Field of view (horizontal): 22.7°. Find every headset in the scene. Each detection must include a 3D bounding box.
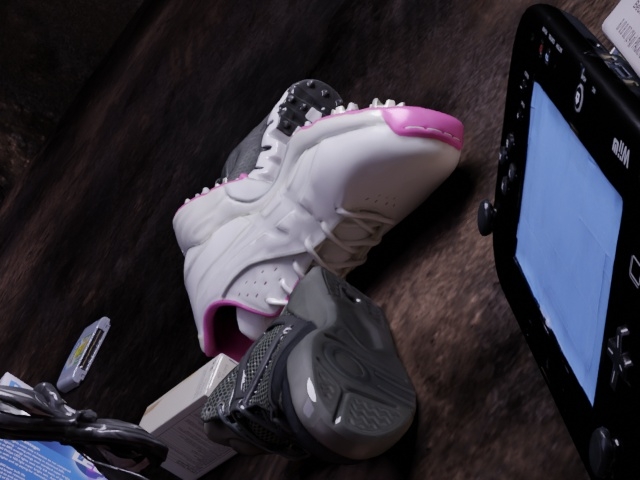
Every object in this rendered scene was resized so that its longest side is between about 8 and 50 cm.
[{"bbox_3d":[-0.206,0.290,1.024,0.394,0.185,0.243,-65,17,9],"label":"headset"}]

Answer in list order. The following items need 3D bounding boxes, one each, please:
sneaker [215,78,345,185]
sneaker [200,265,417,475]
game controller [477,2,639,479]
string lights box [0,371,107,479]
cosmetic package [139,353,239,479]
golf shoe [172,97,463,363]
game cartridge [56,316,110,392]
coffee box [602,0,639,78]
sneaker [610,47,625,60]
[{"bbox_3d":[-0.057,-0.030,1.385,0.106,0.078,0.234,-35,24,58],"label":"sneaker"},{"bbox_3d":[-0.011,0.109,0.999,0.130,0.087,0.227,-54,14,12],"label":"sneaker"},{"bbox_3d":[0.129,-0.004,0.764,0.319,0.067,0.166,-104,8,-67],"label":"game controller"},{"bbox_3d":[-0.247,0.242,1.299,0.077,0.133,0.260,-49,18,32],"label":"string lights box"},{"bbox_3d":[-0.086,0.134,1.190,0.115,0.060,0.041,-35,26,45],"label":"cosmetic package"},{"bbox_3d":[0.000,0.000,1.165,0.306,0.115,0.140,-30,54,50],"label":"golf shoe"},{"bbox_3d":[-0.259,0.125,1.737,0.056,0.017,0.083,-36,26,56],"label":"game cartridge"},{"bbox_3d":[0.233,-0.070,0.605,0.168,0.119,0.297,-52,18,18],"label":"coffee box"},{"bbox_3d":[0.219,-0.145,0.861,0.192,0.064,0.086,-54,22,17],"label":"sneaker"}]
